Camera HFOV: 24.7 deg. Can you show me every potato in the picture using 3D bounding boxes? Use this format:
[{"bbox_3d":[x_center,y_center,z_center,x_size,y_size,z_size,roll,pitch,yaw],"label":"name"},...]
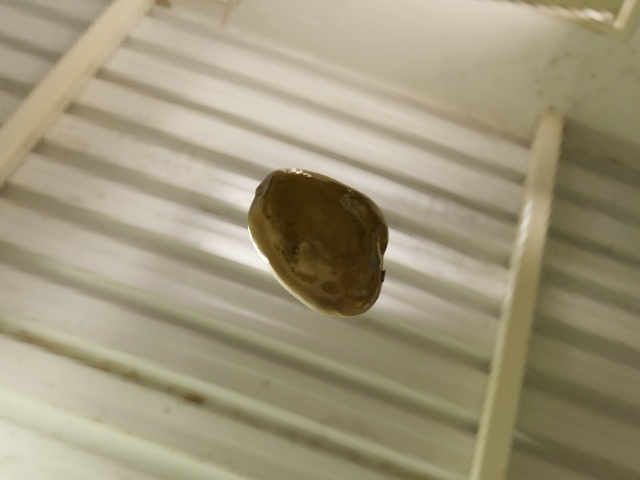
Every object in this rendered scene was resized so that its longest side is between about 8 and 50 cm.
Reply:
[{"bbox_3d":[0.000,0.000,0.727,0.083,0.062,0.068,26,-152,-20],"label":"potato"}]
